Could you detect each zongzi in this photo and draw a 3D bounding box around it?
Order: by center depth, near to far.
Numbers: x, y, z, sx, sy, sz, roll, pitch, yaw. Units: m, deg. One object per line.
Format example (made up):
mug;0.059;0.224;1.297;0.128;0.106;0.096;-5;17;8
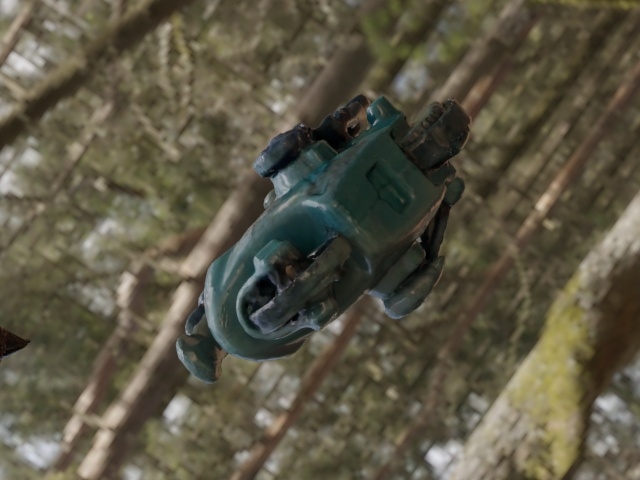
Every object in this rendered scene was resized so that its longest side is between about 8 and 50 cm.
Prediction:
zongzi;-0.285;0.087;1.378;0.067;0.073;0.083;43;147;48

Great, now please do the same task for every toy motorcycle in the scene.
toy motorcycle;0.000;0.000;1.127;0.154;0.260;0.206;49;139;-7
